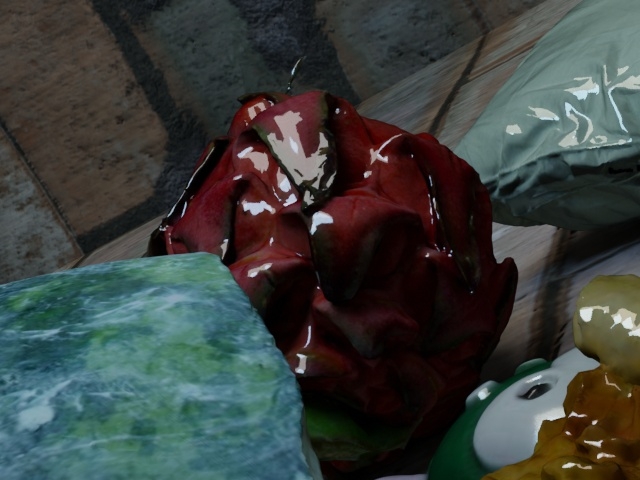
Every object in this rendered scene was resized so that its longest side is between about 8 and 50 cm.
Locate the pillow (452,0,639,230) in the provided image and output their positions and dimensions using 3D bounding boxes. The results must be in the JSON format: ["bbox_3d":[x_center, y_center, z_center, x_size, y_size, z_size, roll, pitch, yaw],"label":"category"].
[{"bbox_3d":[0.265,-0.117,1.144,0.283,0.138,0.310,-9,25,43],"label":"pillow"}]

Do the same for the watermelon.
[{"bbox_3d":[-0.102,0.184,0.534,0.228,0.258,0.387,18,63,44],"label":"watermelon"}]

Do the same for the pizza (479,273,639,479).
[{"bbox_3d":[0.100,0.117,0.401,0.182,0.074,0.365,-10,31,8],"label":"pizza"}]

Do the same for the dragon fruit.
[{"bbox_3d":[0.000,0.000,1.000,0.233,0.293,0.234,-9,-30,-5],"label":"dragon fruit"}]

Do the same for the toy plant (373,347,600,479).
[{"bbox_3d":[0.117,0.095,0.617,0.232,0.113,0.243,-19,13,-9],"label":"toy plant"}]
